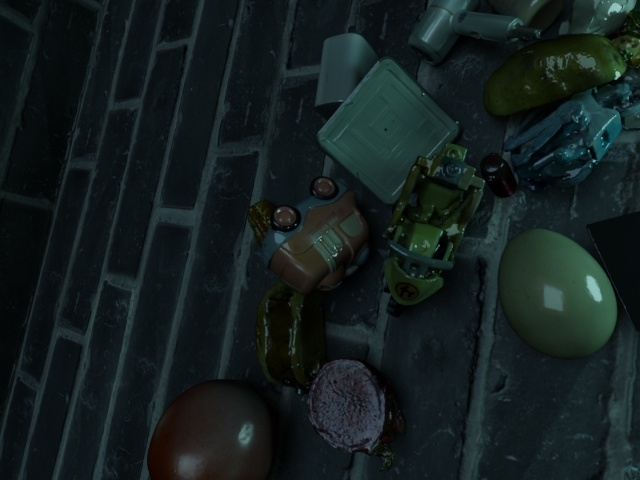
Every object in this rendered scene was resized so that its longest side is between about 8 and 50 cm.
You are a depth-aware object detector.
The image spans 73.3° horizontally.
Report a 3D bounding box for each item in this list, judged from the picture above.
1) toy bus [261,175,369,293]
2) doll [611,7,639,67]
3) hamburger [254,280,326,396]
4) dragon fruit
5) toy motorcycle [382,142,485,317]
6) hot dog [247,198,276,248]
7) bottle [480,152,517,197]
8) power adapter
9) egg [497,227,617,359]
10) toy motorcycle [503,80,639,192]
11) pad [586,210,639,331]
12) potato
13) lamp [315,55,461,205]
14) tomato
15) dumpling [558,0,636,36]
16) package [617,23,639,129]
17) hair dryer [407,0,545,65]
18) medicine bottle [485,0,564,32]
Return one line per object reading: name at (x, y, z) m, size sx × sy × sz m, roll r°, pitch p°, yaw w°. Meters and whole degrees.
toy bus at (0.000, 0.000, 1.071) m, size 0.287 × 0.194 × 0.232 m, roll -37°, pitch 74°, yaw -28°
doll at (0.627, -0.398, 0.857) m, size 0.078 × 0.076 × 0.113 m, roll 42°, pitch 141°, yaw 31°
hamburger at (-0.078, 0.235, 1.096) m, size 0.132 × 0.211 × 0.309 m, roll -5°, pitch 75°, yaw 27°
dragon fruit at (0.085, 0.396, 1.008) m, size 0.211 × 0.147 × 0.282 m, roll -44°, pitch 63°, yaw 6°
toy motorcycle at (0.228, -0.021, 0.947) m, size 0.168 × 0.237 × 0.410 m, roll 19°, pitch 89°, yaw 7°
hot dog at (-0.138, -0.015, 1.273) m, size 0.269 × 0.072 × 0.115 m, roll 49°, pitch 114°, yaw 30°
bottle at (0.377, -0.136, 0.913) m, size 0.060 × 0.164 × 0.060 m, roll -7°, pitch 76°, yaw 31°
power adapter at (0.083, -0.443, 1.154) m, size 0.124 × 0.187 × 0.255 m, roll 2°, pitch 81°, yaw 32°
egg at (0.435, 0.095, 0.811) m, size 0.188 × 0.188 × 0.254 m, roll -23°, pitch 65°, yaw 27°
toy motorcycle at (0.500, -0.224, 0.877) m, size 0.260 × 0.154 × 0.206 m, roll -51°, pitch 35°, yaw -1°
pad at (0.649, 0.024, 0.737) m, size 0.299 × 0.005 × 0.202 m, roll -16°, pitch 70°, yaw 6°
potato at (0.461, -0.356, 0.886) m, size 0.271 × 0.111 × 0.160 m, roll -8°, pitch 32°, yaw 48°
lamp at (0.163, -0.259, 1.050) m, size 0.269 × 0.047 × 0.266 m, roll 39°, pitch 103°, yaw -13°
tomato at (-0.258, 0.509, 1.093) m, size 0.321 × 0.321 × 0.322 m, roll -8°, pitch 75°, yaw 31°
dumpling at (0.573, -0.482, 0.898) m, size 0.188 × 0.108 × 0.127 m, roll -47°, pitch 26°, yaw 7°
package at (0.679, -0.340, 0.848) m, size 0.154 × 0.030 × 0.239 m, roll -2°, pitch 79°, yaw 34°
hair dryer at (0.359, -0.483, 0.985) m, size 0.173 × 0.107 × 0.357 m, roll -56°, pitch 37°, yaw 12°
medicine bottle at (0.443, -0.593, 1.003) m, size 0.114 × 0.114 × 0.252 m, roll -37°, pitch 63°, yaw 20°
